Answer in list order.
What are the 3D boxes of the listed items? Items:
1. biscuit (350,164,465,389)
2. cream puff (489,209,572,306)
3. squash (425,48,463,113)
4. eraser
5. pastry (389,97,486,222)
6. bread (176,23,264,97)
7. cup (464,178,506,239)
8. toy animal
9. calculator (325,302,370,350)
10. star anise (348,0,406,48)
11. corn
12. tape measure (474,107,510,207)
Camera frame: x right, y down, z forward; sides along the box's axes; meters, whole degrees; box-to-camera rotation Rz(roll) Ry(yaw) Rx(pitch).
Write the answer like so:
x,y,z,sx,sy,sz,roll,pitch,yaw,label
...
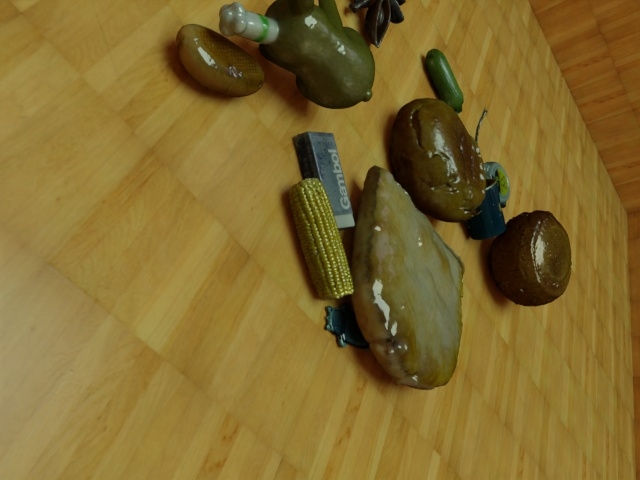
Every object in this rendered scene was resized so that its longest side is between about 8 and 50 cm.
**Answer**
x,y,z,sx,sy,sz,roll,pitch,yaw,label
0.207,0.120,1.260,0.429,0.104,0.445,41,47,-38,biscuit
0.652,0.061,1.731,0.303,0.212,0.302,7,80,-41,cream puff
0.392,-0.498,1.722,0.219,0.068,0.077,59,9,-19,squash
0.010,-0.124,1.157,0.092,0.046,0.212,-10,85,-51,eraser
0.324,-0.218,1.474,0.356,0.164,0.355,21,60,-42,pastry
-0.181,-0.312,0.974,0.189,0.077,0.114,16,47,-54,bread
0.492,-0.099,1.671,0.155,0.131,0.176,70,23,-12,cup
-0.034,-0.391,1.045,0.363,0.181,0.180,30,25,-48,toy animal
0.059,0.179,1.133,0.141,0.019,0.094,30,55,-39,calculator
0.128,-0.659,1.444,0.257,0.111,0.198,51,59,-15,star anise
0.000,0.000,1.075,0.081,0.081,0.248,-17,91,-51,corn
0.551,-0.265,1.812,0.164,0.084,0.329,2,79,-52,tape measure
